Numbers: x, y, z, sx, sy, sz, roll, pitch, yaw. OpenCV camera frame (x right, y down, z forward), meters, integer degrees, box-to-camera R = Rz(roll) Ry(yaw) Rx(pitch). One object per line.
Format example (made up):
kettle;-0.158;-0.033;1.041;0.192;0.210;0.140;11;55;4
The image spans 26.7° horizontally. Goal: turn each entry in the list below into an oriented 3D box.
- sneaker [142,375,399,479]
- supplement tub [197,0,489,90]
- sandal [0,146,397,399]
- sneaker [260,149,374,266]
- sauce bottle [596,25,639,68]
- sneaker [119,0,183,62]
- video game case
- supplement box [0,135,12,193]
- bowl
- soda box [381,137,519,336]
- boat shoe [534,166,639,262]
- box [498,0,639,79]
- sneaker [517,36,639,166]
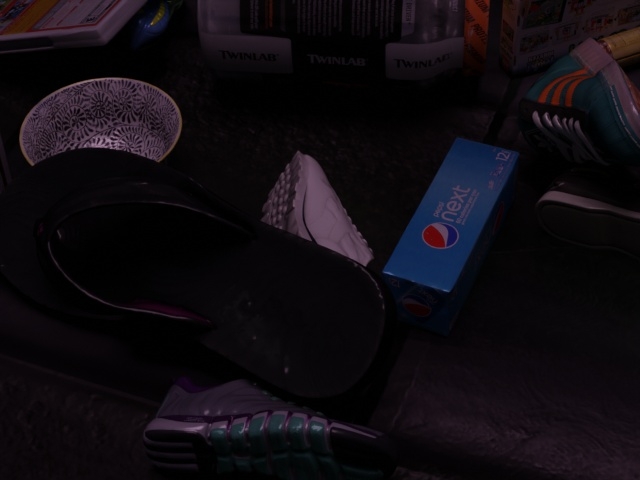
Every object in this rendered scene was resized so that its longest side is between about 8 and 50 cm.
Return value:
sneaker;-0.039;0.155;1.180;0.223;0.083;0.098;5;41;8
supplement tub;0.031;-0.268;1.512;0.315;0.194;0.194;4;46;6
sandal;-0.141;0.014;1.228;0.445;0.107;0.168;16;88;26
sneaker;0.000;0.000;1.339;0.094;0.090;0.235;16;35;-19
sauce bottle;0.375;-0.229;1.569;0.128;0.042;0.042;-17;47;-18
sneaker;-0.208;-0.272;1.609;0.067;0.078;0.188;28;31;-11
video game case;-0.309;-0.285;1.588;0.285;0.025;0.204;1;41;34
supplement box;-0.383;0.003;1.305;0.073;0.130;0.239;10;46;12
bowl;-0.227;-0.090;1.425;0.170;0.080;0.170;-1;46;1
soda box;0.131;-0.008;1.340;0.071;0.067;0.210;16;48;18
boat shoe;0.329;-0.017;1.332;0.227;0.081;0.069;21;54;24
box;0.308;-0.265;1.555;0.207;0.114;0.036;-17;47;-15
sneaker;0.270;-0.118;1.365;0.121;0.108;0.302;-37;12;12
